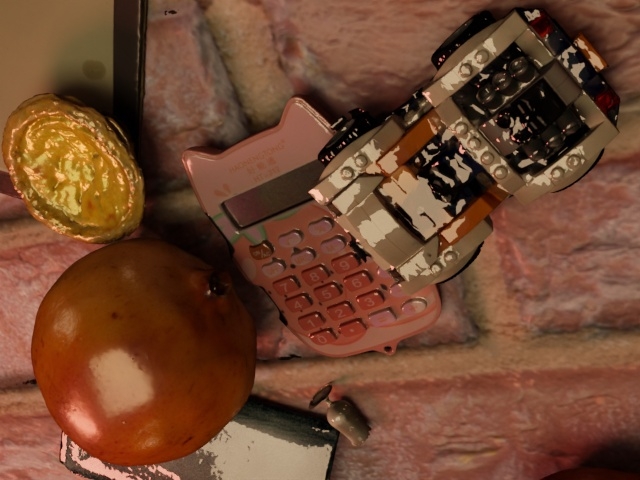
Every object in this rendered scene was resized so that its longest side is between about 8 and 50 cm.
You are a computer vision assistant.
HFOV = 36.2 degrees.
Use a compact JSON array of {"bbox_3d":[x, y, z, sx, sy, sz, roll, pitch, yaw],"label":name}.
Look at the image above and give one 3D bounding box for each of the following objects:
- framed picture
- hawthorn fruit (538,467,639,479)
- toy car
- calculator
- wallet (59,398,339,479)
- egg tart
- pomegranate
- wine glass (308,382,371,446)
[{"bbox_3d":[-0.325,-0.188,1.131,0.264,0.016,0.347,16,122,11],"label":"framed picture"},{"bbox_3d":[0.299,0.390,1.097,0.330,0.287,0.287,14,123,29],"label":"hawthorn fruit"},{"bbox_3d":[0.137,-0.090,0.941,0.301,0.118,0.193,-38,102,23],"label":"toy car"},{"bbox_3d":[0.000,0.000,1.101,0.220,0.048,0.330,-22,111,28],"label":"calculator"},{"bbox_3d":[-0.166,0.277,1.291,0.378,0.046,0.191,15,103,13],"label":"wallet"},{"bbox_3d":[-0.273,-0.084,1.117,0.191,0.074,0.191,9,122,15],"label":"egg tart"},{"bbox_3d":[-0.197,0.120,1.130,0.264,0.264,0.264,9,121,16],"label":"pomegranate"},{"bbox_3d":[0.025,0.220,1.218,0.039,0.042,0.083,-30,108,38],"label":"wine glass"}]
